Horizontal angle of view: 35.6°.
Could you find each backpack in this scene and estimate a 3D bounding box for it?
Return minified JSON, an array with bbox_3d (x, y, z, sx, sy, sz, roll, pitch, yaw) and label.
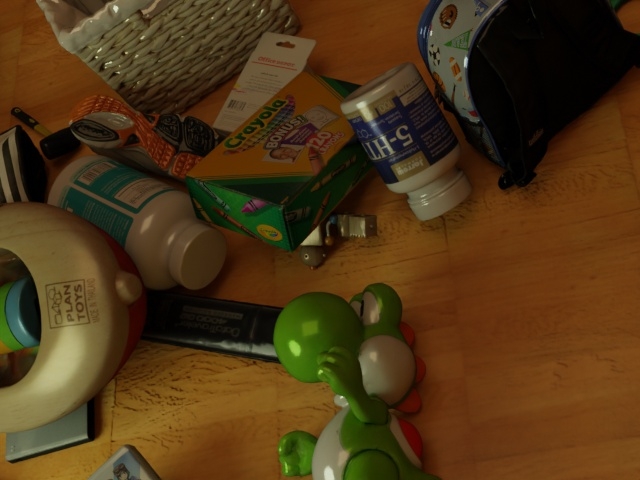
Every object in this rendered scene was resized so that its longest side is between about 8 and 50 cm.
[{"bbox_3d":[0.250,-0.253,1.267,0.276,0.263,0.213,-46,55,-4],"label":"backpack"}]

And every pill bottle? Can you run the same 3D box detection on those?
[{"bbox_3d":[0.118,-0.126,1.298,0.112,0.186,0.112,-31,13,8],"label":"pill bottle"},{"bbox_3d":[-0.260,-0.019,1.436,0.264,0.146,0.146,25,75,33],"label":"pill bottle"}]

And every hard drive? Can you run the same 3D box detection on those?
[{"bbox_3d":[-0.383,0.255,1.415,0.135,0.022,0.094,-18,57,14],"label":"hard drive"}]

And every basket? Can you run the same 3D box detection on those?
[{"bbox_3d":[-0.262,-0.420,1.586,0.328,0.266,0.331,-35,56,3],"label":"basket"}]

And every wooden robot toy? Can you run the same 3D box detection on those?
[{"bbox_3d":[0.000,0.000,1.375,0.173,0.076,0.079,0,98,24],"label":"wooden robot toy"}]

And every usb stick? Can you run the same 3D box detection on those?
[{"bbox_3d":[-0.135,0.118,1.368,0.278,0.045,0.077,6,73,26],"label":"usb stick"}]

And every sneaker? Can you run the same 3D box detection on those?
[{"bbox_3d":[-0.607,-0.102,1.662,0.257,0.169,0.447,-40,49,-21],"label":"sneaker"},{"bbox_3d":[-0.250,-0.142,1.536,0.262,0.121,0.099,22,74,7],"label":"sneaker"}]

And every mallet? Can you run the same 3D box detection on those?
[{"bbox_3d":[-0.483,-0.185,1.688,0.190,0.039,0.062,25,49,36],"label":"mallet"}]

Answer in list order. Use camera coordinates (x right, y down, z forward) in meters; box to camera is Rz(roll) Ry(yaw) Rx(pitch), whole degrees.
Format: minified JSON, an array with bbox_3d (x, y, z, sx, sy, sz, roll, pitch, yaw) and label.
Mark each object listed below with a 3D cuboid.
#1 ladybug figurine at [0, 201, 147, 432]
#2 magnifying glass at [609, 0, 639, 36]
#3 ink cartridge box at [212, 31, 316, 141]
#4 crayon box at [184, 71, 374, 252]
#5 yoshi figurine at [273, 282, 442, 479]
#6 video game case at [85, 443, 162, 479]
[{"bbox_3d":[-0.395,0.103,1.364,0.449,0.162,0.305,-10,85,34],"label":"ladybug figurine"},{"bbox_3d":[0.474,-0.273,1.324,0.092,0.026,0.231,-43,56,-3],"label":"magnifying glass"},{"bbox_3d":[-0.073,-0.222,1.516,0.104,0.061,0.181,17,71,30],"label":"ink cartridge box"},{"bbox_3d":[-0.031,-0.116,1.368,0.165,0.081,0.278,19,48,30],"label":"crayon box"},{"bbox_3d":[0.013,0.209,1.166,0.204,0.203,0.362,-12,56,26],"label":"yoshi figurine"},{"bbox_3d":[-0.260,0.466,1.193,0.329,0.036,0.300,-43,70,-3],"label":"video game case"}]
